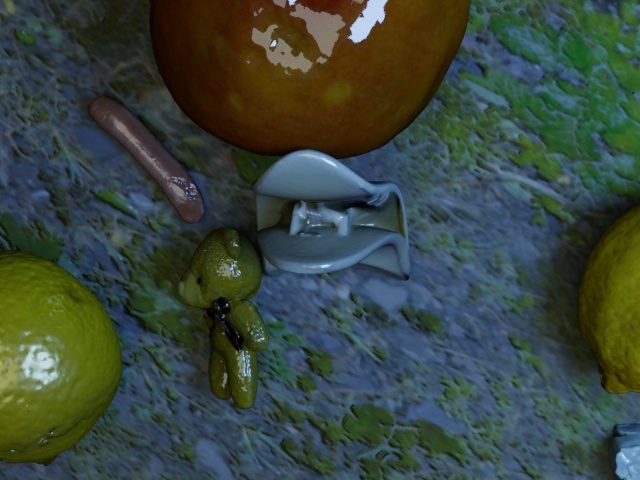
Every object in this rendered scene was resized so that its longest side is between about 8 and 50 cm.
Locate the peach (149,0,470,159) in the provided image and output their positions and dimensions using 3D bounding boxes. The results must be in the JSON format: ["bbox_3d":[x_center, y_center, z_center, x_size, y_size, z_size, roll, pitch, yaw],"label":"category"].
[{"bbox_3d":[-0.014,-0.247,0.978,0.342,0.301,0.343,1,101,6],"label":"peach"}]

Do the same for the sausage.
[{"bbox_3d":[-0.199,-0.097,1.165,0.043,0.043,0.186,-42,91,12],"label":"sausage"}]

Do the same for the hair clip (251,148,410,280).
[{"bbox_3d":[0.002,-0.018,1.041,0.172,0.282,0.113,1,86,9],"label":"hair clip"}]

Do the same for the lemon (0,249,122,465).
[{"bbox_3d":[-0.351,0.128,1.124,0.228,0.228,0.253,-43,104,12],"label":"lemon"}]

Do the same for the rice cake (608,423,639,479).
[{"bbox_3d":[0.389,0.308,1.132,0.063,0.069,0.206,-25,93,11],"label":"rice cake"}]

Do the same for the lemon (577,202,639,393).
[{"bbox_3d":[0.367,0.053,1.035,0.188,0.188,0.257,26,107,3],"label":"lemon"}]

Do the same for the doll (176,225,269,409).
[{"bbox_3d":[-0.114,0.088,1.133,0.097,0.137,0.210,-4,94,-23],"label":"doll"}]
